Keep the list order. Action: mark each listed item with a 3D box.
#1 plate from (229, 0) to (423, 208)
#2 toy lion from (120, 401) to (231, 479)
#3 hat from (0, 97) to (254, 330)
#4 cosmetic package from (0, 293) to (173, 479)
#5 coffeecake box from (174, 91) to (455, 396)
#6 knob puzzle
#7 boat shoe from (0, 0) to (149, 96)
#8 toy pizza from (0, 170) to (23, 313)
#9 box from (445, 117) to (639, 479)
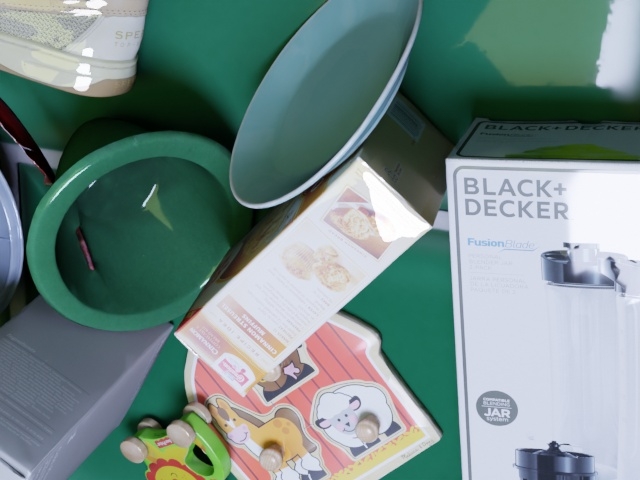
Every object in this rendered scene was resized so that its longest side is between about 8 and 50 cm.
[{"bbox_3d":[0.007,-0.097,0.977,0.024,0.188,0.188,35,123,-26],"label":"plate"},{"bbox_3d":[-0.107,0.184,1.206,0.100,0.034,0.096,-24,107,43],"label":"toy lion"},{"bbox_3d":[-0.167,-0.062,1.131,0.173,0.183,0.209,-27,136,-10],"label":"hat"},{"bbox_3d":[-0.218,0.128,1.115,0.107,0.238,0.127,35,122,7],"label":"cosmetic package"},{"bbox_3d":[0.000,0.000,1.022,0.068,0.142,0.185,43,115,-8],"label":"coffeecake box"},{"bbox_3d":[-0.029,0.122,1.159,0.213,0.030,0.213,8,114,18],"label":"knob puzzle"},{"bbox_3d":[-0.268,-0.192,1.077,0.302,0.109,0.098,18,112,6],"label":"boat shoe"},{"bbox_3d":[-0.315,-0.019,1.176,0.201,0.032,0.201,9,115,21],"label":"toy pizza"},{"bbox_3d":[0.179,0.066,1.024,0.169,0.087,0.290,4,113,19],"label":"box"}]
